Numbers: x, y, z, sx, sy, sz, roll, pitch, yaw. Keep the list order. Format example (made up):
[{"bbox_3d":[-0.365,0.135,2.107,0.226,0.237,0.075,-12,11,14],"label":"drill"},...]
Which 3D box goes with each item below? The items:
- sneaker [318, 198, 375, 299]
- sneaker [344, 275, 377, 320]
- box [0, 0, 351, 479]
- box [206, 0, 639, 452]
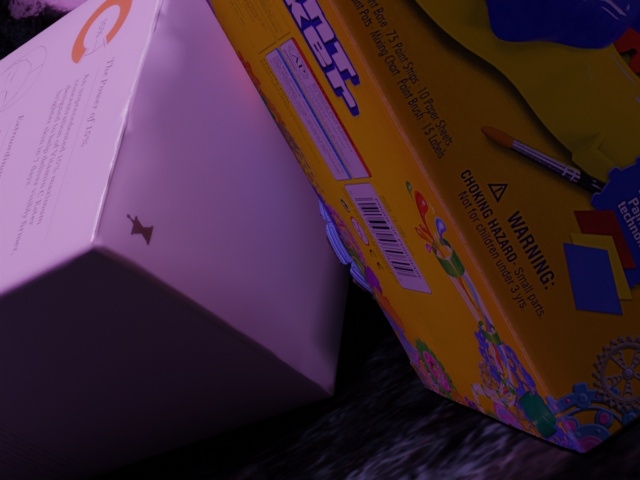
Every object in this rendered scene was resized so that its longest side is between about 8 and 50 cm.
[{"bbox_3d":[0.032,-0.054,0.644,0.083,0.221,0.087,-25,-16,-23],"label":"sneaker"},{"bbox_3d":[0.000,0.000,0.854,0.235,0.094,0.153,-10,10,40],"label":"sneaker"},{"bbox_3d":[-0.157,0.011,0.776,0.345,0.168,0.215,-23,43,38],"label":"box"},{"bbox_3d":[0.111,-0.124,0.509,0.279,0.290,0.177,-32,8,-11],"label":"box"}]
